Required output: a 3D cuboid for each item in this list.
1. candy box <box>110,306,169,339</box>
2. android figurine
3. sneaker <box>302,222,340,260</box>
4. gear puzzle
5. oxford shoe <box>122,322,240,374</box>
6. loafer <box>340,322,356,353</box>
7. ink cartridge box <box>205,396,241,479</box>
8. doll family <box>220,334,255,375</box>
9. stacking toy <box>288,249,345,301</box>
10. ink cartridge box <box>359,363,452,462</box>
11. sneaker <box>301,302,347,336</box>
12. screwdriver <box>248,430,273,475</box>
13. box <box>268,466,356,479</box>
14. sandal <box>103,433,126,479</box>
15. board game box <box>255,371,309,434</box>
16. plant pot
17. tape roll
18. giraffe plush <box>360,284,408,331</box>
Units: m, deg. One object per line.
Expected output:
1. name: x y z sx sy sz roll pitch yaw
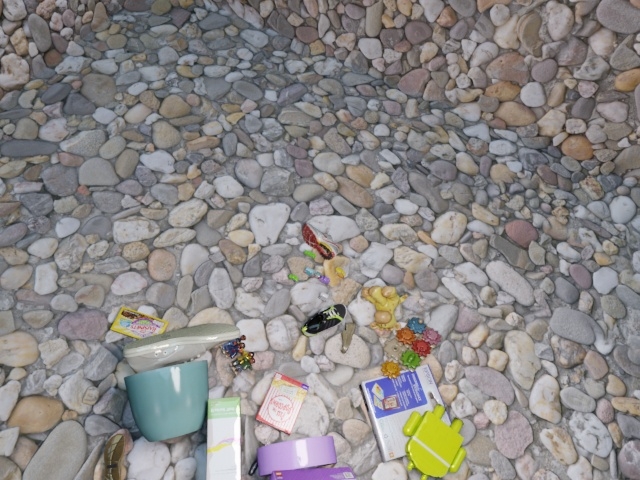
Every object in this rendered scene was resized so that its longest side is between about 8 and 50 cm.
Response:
1. candy box: -0.745 0.354 1.841 0.205 0.027 0.105 18 63 2
2. android figurine: 0.428 0.768 1.686 0.248 0.056 0.273 35 64 9
3. sneaker: 0.000 0.000 2.127 0.225 0.088 0.092 46 44 17
4. gear puzzle: 0.367 0.454 1.892 0.175 0.044 0.339 36 53 26
5. oxford shoe: -0.541 0.427 1.777 0.449 0.169 0.130 -11 97 -21
6. loafer: 0.110 0.416 1.915 0.050 0.056 0.148 20 50 4
7. ink cartridge box: -0.337 0.754 1.568 0.119 0.207 0.354 -1 60 -10
8. doll family: -0.329 0.457 1.817 0.111 0.076 0.193 -30 66 -17
9. stacking toy: -0.017 0.162 2.044 0.221 0.052 0.167 29 59 11
10. ink cartridge box: 0.345 0.685 1.790 0.307 0.072 0.304 -9 61 -16
11. sneaker: 0.024 0.341 1.918 0.234 0.097 0.084 -30 69 -22
12. screwdriver: -0.217 0.797 1.671 0.025 0.024 0.170 13 53 34
13. box: -0.048 0.839 1.449 0.293 0.201 0.057 13 14 -28
14. sandal: -0.731 0.785 1.592 0.072 0.049 0.180 -2 76 -3
15. board game box: -0.147 0.640 1.754 0.146 0.045 0.194 22 60 4
16. plant pot: -0.537 0.579 1.607 0.292 0.293 0.235 -10 76 -14
17. tape roll: -0.082 0.757 1.565 0.274 0.275 0.090 -4 62 -10
18. giraffe plush: 0.278 0.306 1.959 0.210 0.181 0.171 25 65 -34
